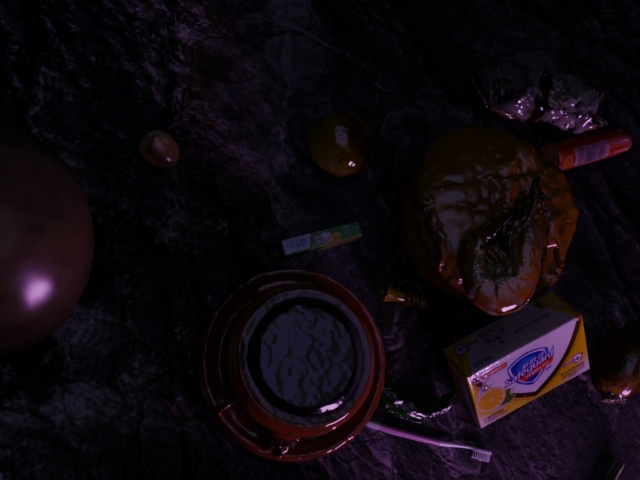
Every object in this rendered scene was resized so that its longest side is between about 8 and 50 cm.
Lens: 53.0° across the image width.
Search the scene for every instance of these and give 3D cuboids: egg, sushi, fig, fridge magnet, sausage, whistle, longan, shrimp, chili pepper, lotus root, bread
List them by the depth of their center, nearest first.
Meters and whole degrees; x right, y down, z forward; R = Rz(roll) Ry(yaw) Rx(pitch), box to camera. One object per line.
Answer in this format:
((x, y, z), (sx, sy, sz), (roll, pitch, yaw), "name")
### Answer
((-0.563, -0.011, 1.028), (0.405, 0.336, 0.404), (4, 81, -25), "longan")
((-0.044, 0.227, 1.206), (0.364, 0.155, 0.363), (5, 74, -16), "fridge magnet")
((0.355, 0.002, 1.228), (0.152, 0.063, 0.287), (16, 79, 3), "shrimp")
((-0.322, -0.181, 1.290), (0.083, 0.071, 0.071), (43, 67, -17), "egg")
((0.185, 0.328, 1.302), (0.182, 0.050, 0.073), (17, 64, -13), "chili pepper")
((0.345, -0.049, 1.371), (0.399, 0.215, 0.397), (4, 75, -15), "bread")
((0.178, 0.117, 1.374), (0.109, 0.057, 0.046), (14, 116, -21), "whistle")
((0.045, -0.207, 1.376), (0.153, 0.121, 0.135), (26, 64, -7), "fig")
((0.670, 0.265, 1.424), (0.120, 0.120, 0.209), (31, 71, -6), "lotus root")
((0.529, -0.345, 1.551), (0.332, 0.130, 0.124), (14, 71, -11), "sushi")
((0.674, -0.231, 1.593), (0.274, 0.074, 0.074), (-16, 80, -19), "sausage")

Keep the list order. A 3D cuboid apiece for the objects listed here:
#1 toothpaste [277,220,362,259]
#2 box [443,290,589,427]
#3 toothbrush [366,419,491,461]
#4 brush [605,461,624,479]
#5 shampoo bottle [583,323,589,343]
((0.000, 0.000, 1.346), (0.179, 0.043, 0.037), (-15, 82, -20), "toothpaste")
((0.394, 0.238, 1.287), (0.265, 0.097, 0.168), (-26, 124, -7), "box")
((0.219, 0.407, 1.305), (0.287, 0.020, 0.025), (18, 77, -11), "toothbrush")
((0.597, 0.544, 1.370), (0.030, 0.033, 0.178), (34, 67, 11), "brush")
((0.487, 0.219, 1.411), (0.237, 0.068, 0.067), (-8, 34, -18), "shampoo bottle")
